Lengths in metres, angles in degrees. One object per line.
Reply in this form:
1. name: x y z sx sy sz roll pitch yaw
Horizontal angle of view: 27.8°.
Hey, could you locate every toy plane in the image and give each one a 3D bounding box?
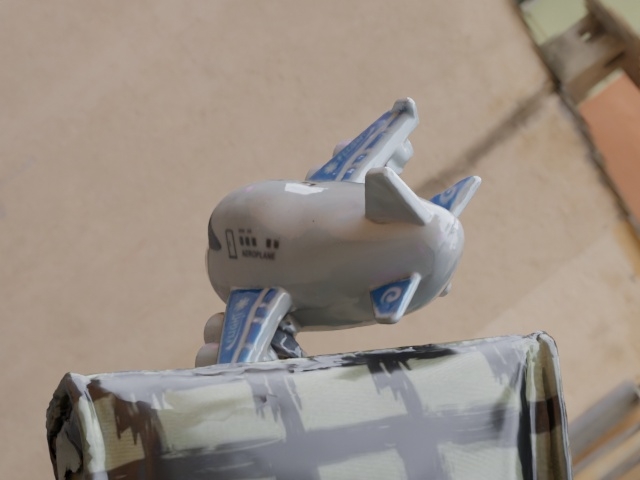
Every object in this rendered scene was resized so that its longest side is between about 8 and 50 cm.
1. toy plane: 0.003 0.004 0.941 0.122 0.267 0.267 47 0 -24

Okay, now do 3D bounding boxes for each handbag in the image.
1. handbag: 0.012 0.228 0.787 0.162 0.325 0.327 125 -43 -64
